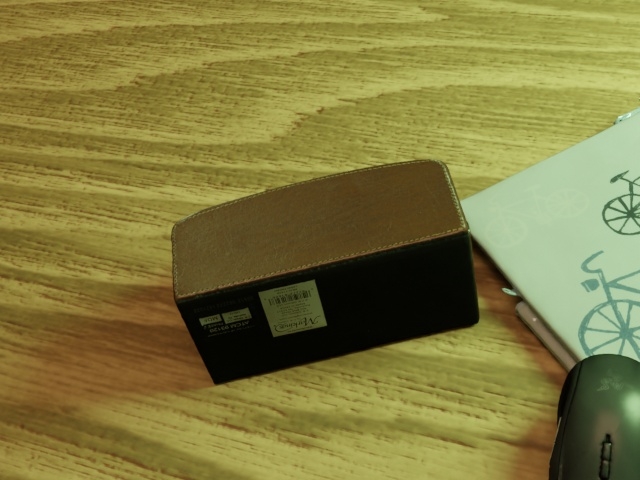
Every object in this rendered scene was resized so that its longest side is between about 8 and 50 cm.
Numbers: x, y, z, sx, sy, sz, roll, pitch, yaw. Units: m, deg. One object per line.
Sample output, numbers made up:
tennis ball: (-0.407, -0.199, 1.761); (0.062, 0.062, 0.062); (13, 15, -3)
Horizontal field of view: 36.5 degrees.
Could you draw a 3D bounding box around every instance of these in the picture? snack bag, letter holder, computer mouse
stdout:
snack bag: (0.347, 0.004, 1.062); (0.323, 0.037, 0.342); (-27, 50, -11)
letter holder: (0.000, 0.000, 1.075); (0.302, 0.152, 0.214); (-13, 47, 3)
computer mouse: (0.285, 0.221, 0.849); (0.184, 0.060, 0.262); (10, 64, 20)
